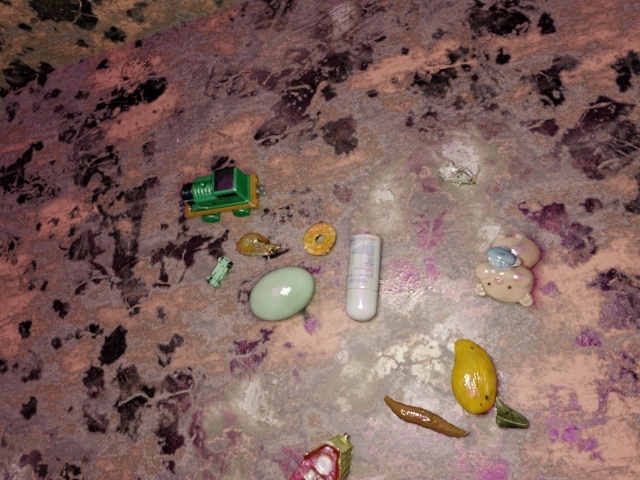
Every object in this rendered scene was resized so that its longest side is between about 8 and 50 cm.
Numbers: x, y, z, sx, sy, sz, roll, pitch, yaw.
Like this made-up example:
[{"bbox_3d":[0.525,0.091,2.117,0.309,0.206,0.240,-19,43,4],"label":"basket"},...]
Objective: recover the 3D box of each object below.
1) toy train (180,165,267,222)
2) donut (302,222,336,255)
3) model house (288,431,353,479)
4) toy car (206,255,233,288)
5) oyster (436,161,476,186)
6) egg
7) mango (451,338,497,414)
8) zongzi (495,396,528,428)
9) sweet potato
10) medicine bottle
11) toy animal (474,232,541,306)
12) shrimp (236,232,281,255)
[{"bbox_3d":[-0.457,-0.210,1.969,0.430,0.249,0.178,-8,71,12],"label":"toy train"},{"bbox_3d":[0.000,0.000,1.883,0.152,0.058,0.151,-4,71,13],"label":"donut"},{"bbox_3d":[0.018,0.802,1.550,0.160,0.196,0.253,28,81,23],"label":"model house"},{"bbox_3d":[-0.448,0.144,1.961,0.073,0.054,0.143,28,86,23],"label":"toy car"},{"bbox_3d":[0.564,-0.263,1.818,0.166,0.053,0.108,29,56,29],"label":"oyster"},{"bbox_3d":[-0.156,0.215,1.778,0.283,0.203,0.202,-31,68,-2],"label":"egg"},{"bbox_3d":[0.542,0.480,1.556,0.157,0.109,0.261,-10,70,14],"label":"mango"},{"bbox_3d":[0.659,0.589,1.504,0.104,0.052,0.113,-4,98,8],"label":"zongzi"},{"bbox_3d":[0.373,0.638,1.573,0.315,0.072,0.066,13,63,21],"label":"sweet potato"},{"bbox_3d":[0.171,0.153,1.749,0.130,0.130,0.340,1,72,15],"label":"medicine bottle"},{"bbox_3d":[0.689,0.099,1.606,0.210,0.229,0.221,5,29,44],"label":"toy animal"},{"bbox_3d":[-0.277,0.017,1.958,0.217,0.051,0.115,4,72,19],"label":"shrimp"}]
